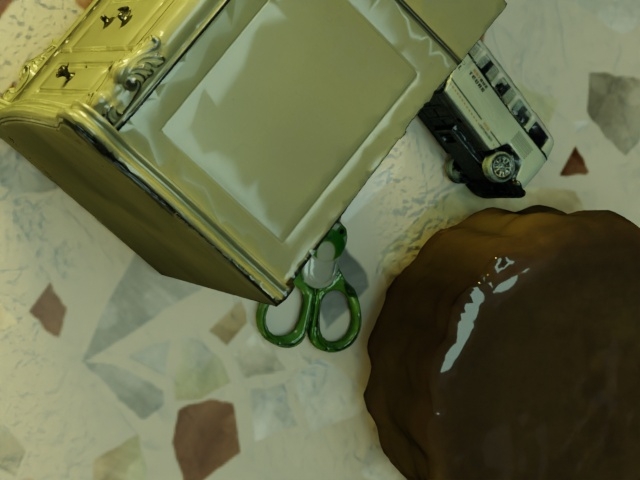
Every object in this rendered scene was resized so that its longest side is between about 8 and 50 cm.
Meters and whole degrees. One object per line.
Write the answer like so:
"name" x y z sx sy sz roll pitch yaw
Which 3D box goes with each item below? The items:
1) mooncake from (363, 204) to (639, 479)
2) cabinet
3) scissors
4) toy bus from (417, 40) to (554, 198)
"mooncake" 0.202 0.123 1.793 0.324 0.187 0.324 -3 99 -22
"cabinet" -0.070 -0.150 1.594 0.227 0.290 0.318 42 78 -21
"scissors" 0.000 0.000 1.779 0.101 0.027 0.204 6 95 -26
"toy bus" 0.133 -0.130 1.794 0.089 0.087 0.194 -46 110 -20
